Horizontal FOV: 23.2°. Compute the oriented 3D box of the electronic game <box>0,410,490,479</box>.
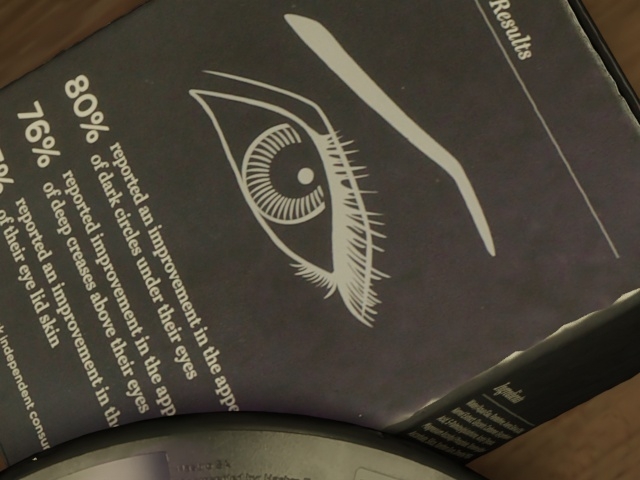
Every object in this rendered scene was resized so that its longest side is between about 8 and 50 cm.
[{"bbox_3d":[-0.022,0.150,0.425,0.229,0.048,0.229,-1,112,-2],"label":"electronic game"}]

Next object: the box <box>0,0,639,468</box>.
[{"bbox_3d":[0.000,0.000,0.477,0.207,0.108,0.153,-28,71,9],"label":"box"}]
